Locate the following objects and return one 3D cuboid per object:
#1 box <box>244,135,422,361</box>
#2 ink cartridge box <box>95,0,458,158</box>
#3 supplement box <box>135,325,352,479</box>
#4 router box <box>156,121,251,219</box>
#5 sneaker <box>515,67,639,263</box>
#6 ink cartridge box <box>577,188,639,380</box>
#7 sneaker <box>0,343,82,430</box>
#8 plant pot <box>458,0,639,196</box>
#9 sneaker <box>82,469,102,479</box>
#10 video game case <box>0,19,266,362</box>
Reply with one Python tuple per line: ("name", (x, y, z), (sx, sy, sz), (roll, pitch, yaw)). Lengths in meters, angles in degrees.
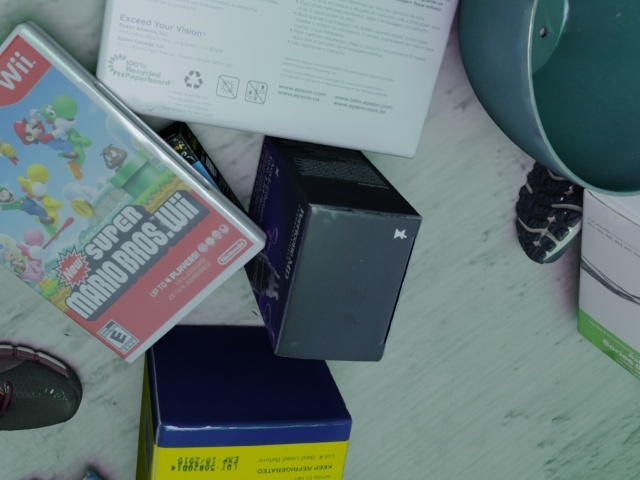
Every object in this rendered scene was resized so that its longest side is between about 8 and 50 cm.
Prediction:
("box", (0.000, 0.000, 0.741), (0.108, 0.207, 0.153), (6, 112, -18))
("ink cartridge box", (-0.024, -0.261, 0.696), (0.324, 0.071, 0.330), (8, 108, -18))
("supplement box", (-0.108, 0.295, 0.853), (0.194, 0.195, 0.357), (3, 112, -17))
("router box", (-0.177, -0.021, 0.756), (0.179, 0.046, 0.133), (-27, 119, 11))
("sneaker", (0.338, -0.086, 0.856), (0.122, 0.110, 0.283), (22, 106, -27))
("ink cartridge box", (0.400, 0.005, 0.840), (0.198, 0.115, 0.273), (-36, 141, -13))
("sneaker", (-0.382, 0.174, 0.738), (0.281, 0.162, 0.106), (13, 109, -21))
("plant pot", (0.245, -0.207, 0.709), (0.290, 0.195, 0.290), (-10, 113, -25))
("sneaker", (-0.356, 0.336, 0.875), (0.237, 0.085, 0.086), (-20, 91, -3))
("video game case", (-0.221, -0.030, 0.702), (0.204, 0.025, 0.285), (-40, 109, 19))
